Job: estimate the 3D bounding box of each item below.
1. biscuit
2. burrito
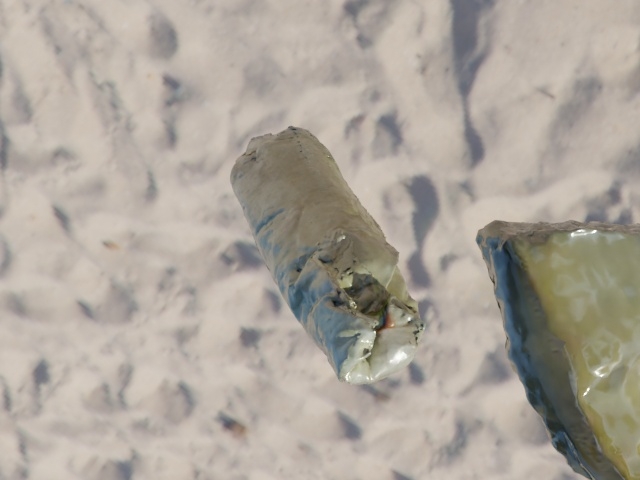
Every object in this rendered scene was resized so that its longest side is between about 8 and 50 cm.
[{"bbox_3d":[0.184,0.062,0.427,0.289,0.141,0.038,2,170,-24],"label":"biscuit"},{"bbox_3d":[0.000,-0.002,0.631,0.058,0.188,0.045,-5,124,-19],"label":"burrito"}]
